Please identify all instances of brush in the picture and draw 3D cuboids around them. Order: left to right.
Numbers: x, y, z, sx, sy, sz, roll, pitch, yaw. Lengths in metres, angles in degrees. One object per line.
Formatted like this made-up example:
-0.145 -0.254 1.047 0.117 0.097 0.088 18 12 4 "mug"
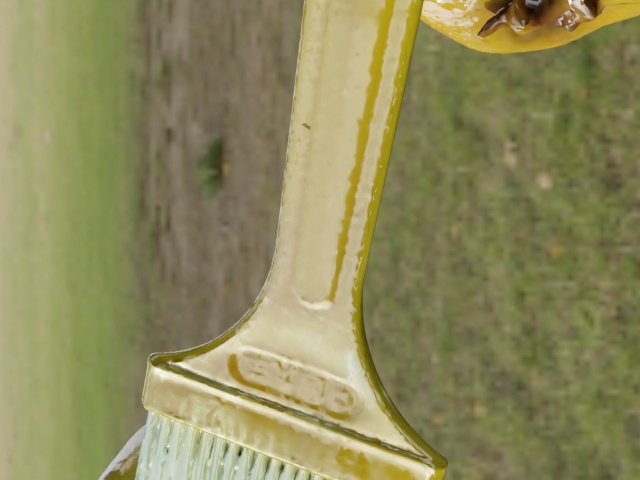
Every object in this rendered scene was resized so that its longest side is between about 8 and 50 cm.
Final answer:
0.000 0.000 0.402 0.011 0.083 0.205 -37 -39 -58 "brush"

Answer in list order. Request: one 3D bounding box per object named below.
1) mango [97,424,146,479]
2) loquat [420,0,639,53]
-0.054 0.120 0.722 0.187 0.066 0.101 -2 -79 -67 "mango"
0.110 -0.192 0.839 0.208 0.208 0.208 180 90 -79 "loquat"
